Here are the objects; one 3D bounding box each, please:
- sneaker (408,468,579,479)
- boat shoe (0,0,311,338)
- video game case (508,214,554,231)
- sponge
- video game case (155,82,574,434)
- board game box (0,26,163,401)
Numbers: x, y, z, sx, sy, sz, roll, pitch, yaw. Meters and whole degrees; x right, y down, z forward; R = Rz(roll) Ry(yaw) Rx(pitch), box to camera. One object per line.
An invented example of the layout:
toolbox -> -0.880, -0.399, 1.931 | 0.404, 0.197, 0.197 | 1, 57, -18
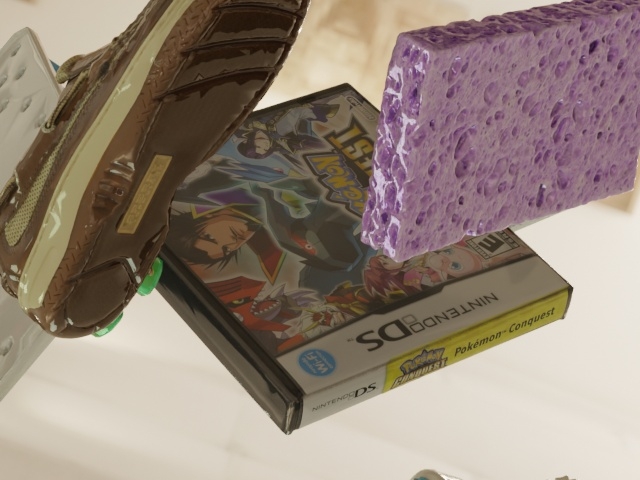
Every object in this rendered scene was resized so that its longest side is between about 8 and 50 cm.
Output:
sneaker -> 0.137, 0.193, 1.254 | 0.229, 0.092, 0.087 | 34, -170, -43
boat shoe -> -0.103, -0.076, 1.001 | 0.095, 0.257, 0.095 | 40, -168, 30
video game case -> 0.194, -0.041, 1.611 | 0.015, 0.119, 0.166 | 55, 146, -6
sponge -> 0.109, -0.065, 1.009 | 0.031, 0.117, 0.210 | 28, -150, 37
video game case -> 0.000, 0.000, 1.344 | 0.248, 0.035, 0.275 | -20, -131, -31
board game box -> -0.286, 0.067, 1.372 | 0.050, 0.390, 0.390 | 36, -170, -30
